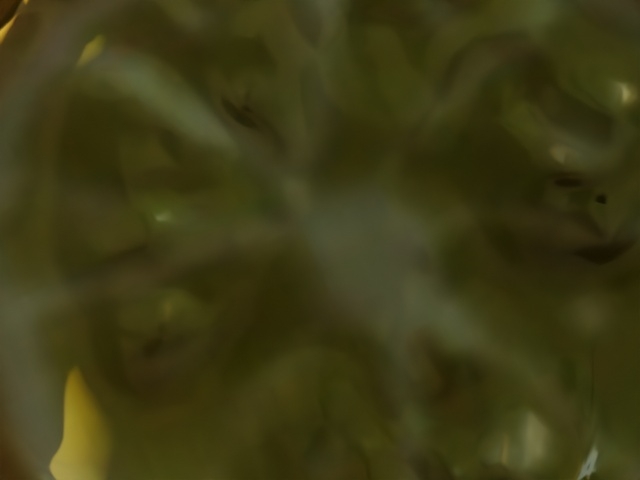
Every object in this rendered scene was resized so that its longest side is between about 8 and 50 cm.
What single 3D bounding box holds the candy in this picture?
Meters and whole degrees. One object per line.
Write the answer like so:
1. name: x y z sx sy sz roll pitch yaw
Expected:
1. candy: 0.000 0.000 0.506 0.260 0.118 0.260 1 -109 -3
